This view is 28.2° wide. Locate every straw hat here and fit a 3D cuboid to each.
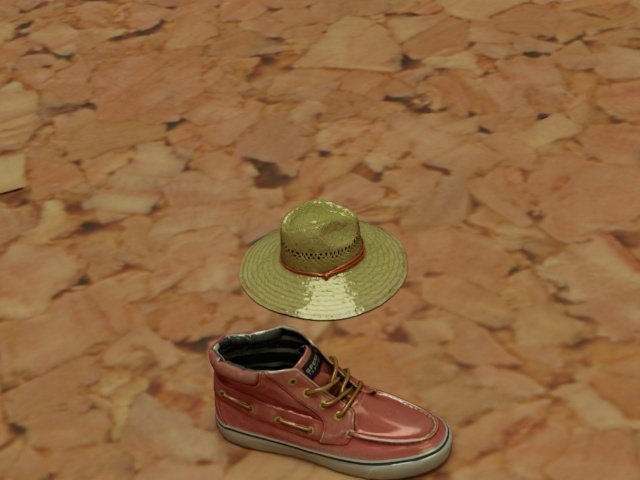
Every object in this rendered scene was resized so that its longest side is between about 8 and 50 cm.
[{"bbox_3d":[0.000,0.000,1.061,0.144,0.061,0.144,-4,38,3],"label":"straw hat"}]

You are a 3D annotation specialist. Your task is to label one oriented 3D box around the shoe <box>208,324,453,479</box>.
[{"bbox_3d":[0.005,0.113,0.902,0.177,0.081,0.063,7,40,16],"label":"shoe"}]
